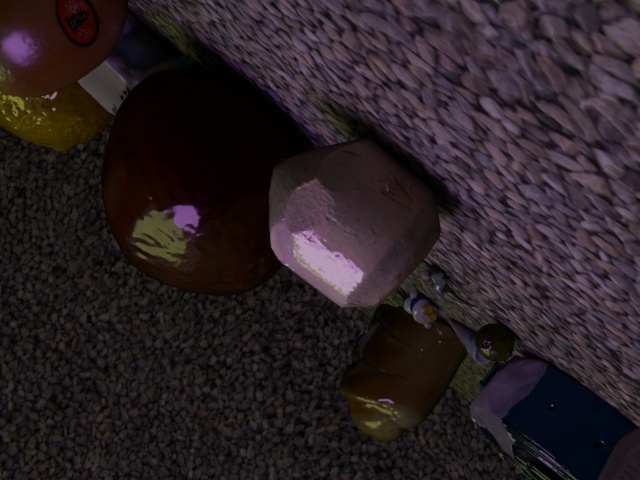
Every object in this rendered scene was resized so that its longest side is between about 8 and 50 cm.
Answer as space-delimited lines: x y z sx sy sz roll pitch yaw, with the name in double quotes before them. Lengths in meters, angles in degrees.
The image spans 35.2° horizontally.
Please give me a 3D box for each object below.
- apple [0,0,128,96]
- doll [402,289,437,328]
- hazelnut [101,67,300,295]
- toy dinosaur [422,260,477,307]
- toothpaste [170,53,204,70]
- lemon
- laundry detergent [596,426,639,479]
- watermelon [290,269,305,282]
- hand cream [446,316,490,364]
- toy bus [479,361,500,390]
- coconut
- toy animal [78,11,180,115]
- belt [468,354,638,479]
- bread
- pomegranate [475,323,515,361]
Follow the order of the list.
"apple" -0.505 -0.394 1.676 0.338 0.305 0.338 40 172 6
"doll" 0.221 0.153 2.283 0.098 0.058 0.143 64 169 -13
"hazelnut" -0.205 -0.104 1.758 0.420 0.353 0.421 55 -172 -12
"toy dinosaur" 0.216 0.074 1.824 0.180 0.037 0.058 49 -163 -10
"toothpaste" -0.198 -0.248 1.958 0.050 0.065 0.266 36 172 46
"lemon" -0.617 -0.389 2.310 0.350 0.350 0.387 41 159 4
"laundry detergent" 0.475 0.403 1.485 0.181 0.253 0.091 37 173 31
"watermelon" 0.000 0.000 1.982 0.256 0.175 0.260 9 174 -28
"hand cream" 0.324 0.215 2.183 0.076 0.047 0.174 42 -177 -18
"toy bus" 0.412 0.326 2.148 0.079 0.092 0.160 45 173 -24
"coconut" 0.034 -0.031 1.351 0.234 0.224 0.224 44 174 -2
"toy animal" -0.381 -0.351 1.963 0.204 0.156 0.208 45 157 -7
"belt" 0.478 0.393 1.833 0.437 0.173 0.300 36 164 17
"bread" 0.167 0.315 2.463 0.210 0.341 0.300 33 -179 -23
"pomegranate" 0.317 0.183 1.836 0.073 0.073 0.084 41 -170 -2
